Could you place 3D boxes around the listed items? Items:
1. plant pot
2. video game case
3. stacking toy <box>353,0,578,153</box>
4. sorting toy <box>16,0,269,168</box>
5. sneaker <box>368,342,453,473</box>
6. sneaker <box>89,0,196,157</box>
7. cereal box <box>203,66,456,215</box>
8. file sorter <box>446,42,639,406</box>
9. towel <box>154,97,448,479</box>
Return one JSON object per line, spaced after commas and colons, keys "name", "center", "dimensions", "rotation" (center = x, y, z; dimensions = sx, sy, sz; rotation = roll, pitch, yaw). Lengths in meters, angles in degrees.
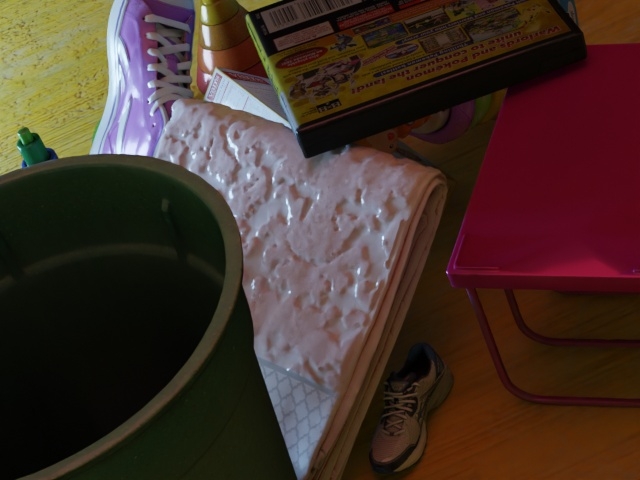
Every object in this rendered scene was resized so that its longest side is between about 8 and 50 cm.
{"name": "plant pot", "center": [-0.170, 0.166, 1.293], "dimensions": [0.341, 0.334, 0.341], "rotation": [-12, 42, 12]}
{"name": "video game case", "center": [0.082, -0.195, 1.585], "dimensions": [0.275, 0.035, 0.248], "rotation": [-19, 36, -2]}
{"name": "stacking toy", "center": [0.121, -0.162, 1.668], "dimensions": [0.166, 0.175, 0.302], "rotation": [12, 36, 35]}
{"name": "sorting toy", "center": [-0.206, -0.180, 1.932], "dimensions": [0.365, 0.126, 0.127], "rotation": [-36, 41, -16]}
{"name": "sneaker", "center": [0.072, 0.147, 1.487], "dimensions": [0.052, 0.058, 0.135], "rotation": [3, 47, 29]}
{"name": "sneaker", "center": [-0.163, -0.170, 1.819], "dimensions": [0.161, 0.102, 0.282], "rotation": [7, 89, 56]}
{"name": "cereal box", "center": [0.007, -0.105, 1.727], "dimensions": [0.240, 0.173, 0.047], "rotation": [40, 114, 48]}
{"name": "file sorter", "center": [0.263, -0.014, 1.477], "dimensions": [0.202, 0.182, 0.290], "rotation": [0, 46, 25]}
{"name": "towel", "center": [-0.067, 0.043, 1.542], "dimensions": [0.332, 0.053, 0.317], "rotation": [20, 88, 38]}
